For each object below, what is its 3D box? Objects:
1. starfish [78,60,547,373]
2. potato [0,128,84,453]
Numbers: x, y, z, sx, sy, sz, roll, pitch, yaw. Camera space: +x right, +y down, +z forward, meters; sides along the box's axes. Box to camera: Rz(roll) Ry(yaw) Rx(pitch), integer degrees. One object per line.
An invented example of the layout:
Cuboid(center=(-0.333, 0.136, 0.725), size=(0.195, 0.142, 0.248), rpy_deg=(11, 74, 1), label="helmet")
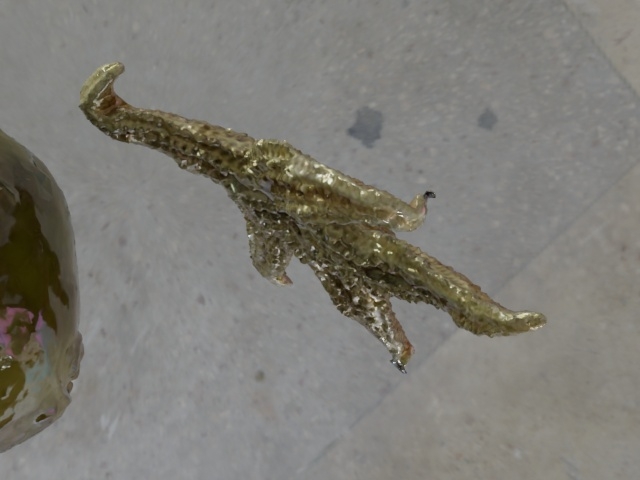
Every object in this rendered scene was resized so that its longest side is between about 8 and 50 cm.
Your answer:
Cuboid(center=(0.002, -0.004, 0.657), size=(0.299, 0.302, 0.060), rpy_deg=(28, 76, 17), label="starfish")
Cuboid(center=(-0.255, 0.023, 0.606), size=(0.196, 0.299, 0.246), rpy_deg=(-37, 86, 15), label="potato")
